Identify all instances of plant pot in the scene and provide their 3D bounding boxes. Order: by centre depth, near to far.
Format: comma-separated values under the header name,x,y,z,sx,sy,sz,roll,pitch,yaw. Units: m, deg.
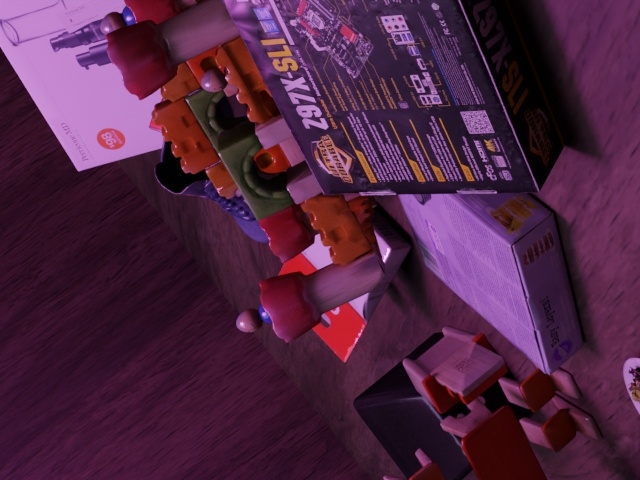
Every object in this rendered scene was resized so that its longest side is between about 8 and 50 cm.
name,x,y,z,sx,sy,sz,roll,pitch,yaw
plant pot,0.193,0.243,2.153,0.187,0.188,0.167,53,156,-1

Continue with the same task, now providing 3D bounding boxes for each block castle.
name,x,y,z,sx,sy,sz,roll,pitch,yaw
block castle,-0.105,-0.125,1.879,0.453,0.212,0.303,60,-169,-25

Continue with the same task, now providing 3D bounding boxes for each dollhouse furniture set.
name,x,y,z,sx,sy,sz,roll,pitch,yaw
dollhouse furniture set,0.212,0.243,1.871,0.135,0.262,0.259,27,151,58

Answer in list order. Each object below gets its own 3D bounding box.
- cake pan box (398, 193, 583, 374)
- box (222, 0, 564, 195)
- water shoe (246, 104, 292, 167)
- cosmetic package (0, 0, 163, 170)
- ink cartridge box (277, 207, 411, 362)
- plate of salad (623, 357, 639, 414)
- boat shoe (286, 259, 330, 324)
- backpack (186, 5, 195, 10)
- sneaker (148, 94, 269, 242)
name,x,y,z,sx,sy,sz,roll,pitch,yaw
cake pan box,0.190,0.006,1.742,0.246,0.070,0.267,45,166,41
box,0.059,-0.183,1.410,0.257,0.079,0.322,2,134,37
water shoe,-0.053,-0.163,2.157,0.203,0.073,0.080,43,162,36
cosmetic package,-0.323,-0.300,2.283,0.097,0.284,0.377,-85,-24,-46
ink cartridge box,0.014,0.039,2.199,0.066,0.232,0.189,-3,-139,-49
plate of salad,0.391,0.212,1.615,0.200,0.048,0.200,50,168,14
boat shoe,0.001,-0.001,2.332,0.306,0.105,0.113,62,-162,3
backpack,-0.179,-0.294,2.149,0.152,0.115,0.182,9,144,43
sneaker,-0.157,-0.093,2.153,0.131,0.148,0.350,16,147,34
